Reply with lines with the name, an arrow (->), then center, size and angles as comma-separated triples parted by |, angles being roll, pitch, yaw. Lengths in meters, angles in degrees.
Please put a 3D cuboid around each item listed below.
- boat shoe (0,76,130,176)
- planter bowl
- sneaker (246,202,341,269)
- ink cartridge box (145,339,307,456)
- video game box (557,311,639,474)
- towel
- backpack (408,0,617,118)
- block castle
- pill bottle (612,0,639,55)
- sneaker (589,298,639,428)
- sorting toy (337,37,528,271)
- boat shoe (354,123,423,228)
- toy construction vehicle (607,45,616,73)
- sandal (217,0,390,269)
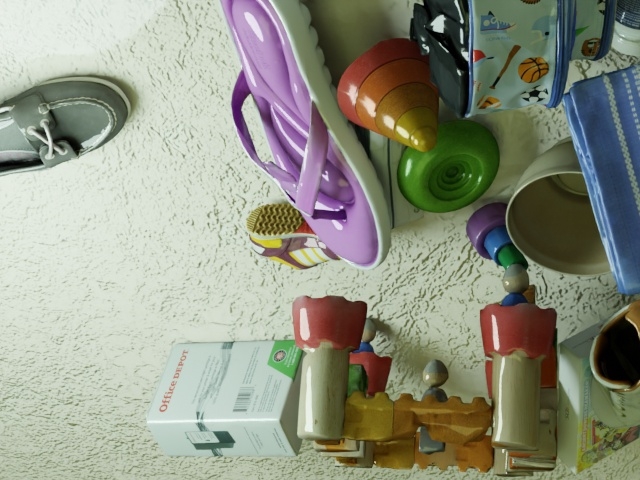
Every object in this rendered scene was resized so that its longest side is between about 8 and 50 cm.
boat shoe -> -0.394, -0.122, 1.882 | 0.335, 0.095, 0.112 | -9, 130, 25
planter bowl -> 0.302, -0.052, 1.716 | 0.162, 0.109, 0.162 | 10, 135, 10
sneaker -> 0.000, 0.000, 1.905 | 0.185, 0.069, 0.084 | 8, 147, 16
ink cartridge box -> -0.122, 0.223, 2.096 | 0.208, 0.153, 0.087 | -3, 134, 22
video game box -> 0.382, 0.174, 1.868 | 0.048, 0.187, 0.205 | 40, 147, 42
towel -> 0.437, -0.097, 1.533 | 0.336, 0.243, 0.040 | -17, 170, 19
backpack -> 0.179, -0.251, 1.449 | 0.213, 0.263, 0.276 | -6, 132, 7
block castle -> 0.138, 0.162, 1.812 | 0.303, 0.213, 0.453 | 2, 166, 8
pill bottle -> 0.334, -0.253, 1.537 | 0.067, 0.067, 0.120 | 11, 136, 7
sneaker -> 0.335, 0.136, 1.663 | 0.123, 0.106, 0.290 | -20, 153, -20
sorting toy -> 0.154, -0.068, 1.686 | 0.127, 0.126, 0.365 | -34, 132, 7
boat shoe -> 0.086, -0.111, 1.765 | 0.076, 0.083, 0.226 | -12, 134, -8
toy construction vehicle -> 0.360, -0.188, 1.621 | 0.098, 0.035, 0.086 | 5, 136, 1
sandal -> -0.044, -0.127, 1.718 | 0.169, 0.102, 0.416 | 15, 136, 50
